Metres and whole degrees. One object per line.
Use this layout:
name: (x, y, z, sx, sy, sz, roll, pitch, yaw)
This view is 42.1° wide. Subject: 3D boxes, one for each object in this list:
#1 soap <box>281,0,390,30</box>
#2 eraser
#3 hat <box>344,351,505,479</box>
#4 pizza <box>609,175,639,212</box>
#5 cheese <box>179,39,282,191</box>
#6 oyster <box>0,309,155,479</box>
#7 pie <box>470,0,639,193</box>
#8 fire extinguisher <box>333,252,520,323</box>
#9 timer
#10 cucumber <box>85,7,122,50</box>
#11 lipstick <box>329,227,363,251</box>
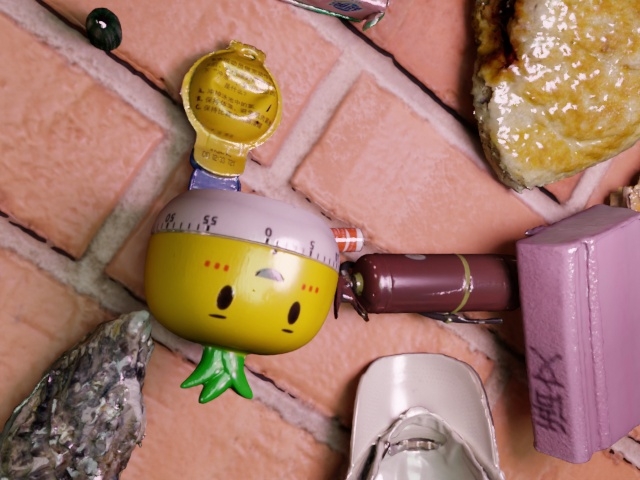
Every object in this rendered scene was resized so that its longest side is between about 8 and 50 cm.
soap: (-0.021, -0.444, 1.227, 0.273, 0.098, 0.217, 11, 88, -22)
eraser: (0.448, 0.143, 1.370, 0.272, 0.122, 0.359, -17, 106, -38)
hat: (0.149, 0.328, 1.320, 0.258, 0.168, 0.301, -1, 69, -2)
pizza: (0.611, -0.049, 1.502, 0.323, 0.089, 0.223, -42, 112, -17)
cheese: (-0.134, -0.169, 1.198, 0.157, 0.064, 0.250, 18, 75, -21)
oyster: (-0.316, 0.240, 1.119, 0.162, 0.158, 0.350, 20, 99, -55)
pie: (0.423, -0.297, 1.378, 0.395, 0.180, 0.417, -9, 108, -15)
fire extinguisher: (0.164, 0.079, 1.306, 0.341, 0.141, 0.105, 0, 131, -25)
timer: (-0.115, 0.087, 1.114, 0.285, 0.285, 0.285, -1, 92, -22)
cucumber: (-0.293, -0.290, 1.125, 0.048, 0.105, 0.048, 0, 90, -11)
lipstick: (0.000, 0.000, 1.284, 0.131, 0.038, 0.038, -1, 93, -22)
